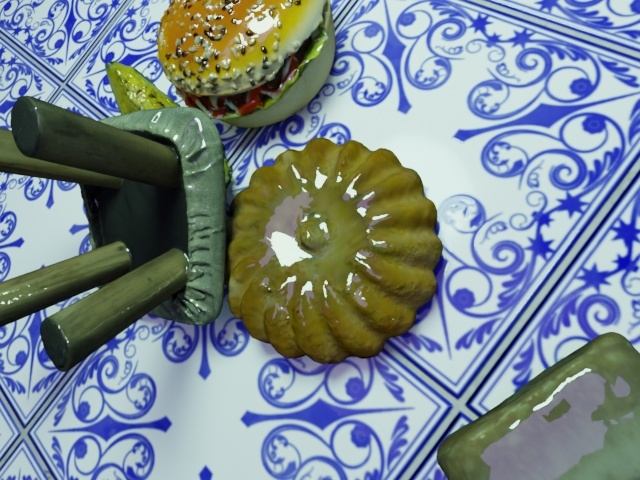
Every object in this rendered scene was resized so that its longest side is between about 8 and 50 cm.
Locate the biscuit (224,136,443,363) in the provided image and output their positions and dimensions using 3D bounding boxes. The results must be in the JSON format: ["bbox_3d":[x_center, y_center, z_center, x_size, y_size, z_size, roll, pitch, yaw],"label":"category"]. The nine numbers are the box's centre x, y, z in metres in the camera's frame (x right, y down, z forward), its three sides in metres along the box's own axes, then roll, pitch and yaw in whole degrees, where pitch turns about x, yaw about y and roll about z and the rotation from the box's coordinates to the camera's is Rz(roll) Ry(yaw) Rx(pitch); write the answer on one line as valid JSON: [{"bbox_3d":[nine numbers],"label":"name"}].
[{"bbox_3d":[0.000,0.000,0.551,0.327,0.107,0.325,-6,70,17],"label":"biscuit"}]

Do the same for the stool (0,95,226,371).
[{"bbox_3d":[-0.303,-0.022,0.532,0.311,0.226,0.309,4,100,33],"label":"stool"}]

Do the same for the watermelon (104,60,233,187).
[{"bbox_3d":[-0.241,-0.158,0.658,0.123,0.129,0.301,-41,73,0],"label":"watermelon"}]

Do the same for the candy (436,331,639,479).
[{"bbox_3d":[0.236,0.199,0.410,0.234,0.102,0.104,-38,67,5],"label":"candy"}]

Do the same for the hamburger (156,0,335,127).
[{"bbox_3d":[-0.114,-0.326,0.638,0.301,0.176,0.299,-6,72,19],"label":"hamburger"}]
